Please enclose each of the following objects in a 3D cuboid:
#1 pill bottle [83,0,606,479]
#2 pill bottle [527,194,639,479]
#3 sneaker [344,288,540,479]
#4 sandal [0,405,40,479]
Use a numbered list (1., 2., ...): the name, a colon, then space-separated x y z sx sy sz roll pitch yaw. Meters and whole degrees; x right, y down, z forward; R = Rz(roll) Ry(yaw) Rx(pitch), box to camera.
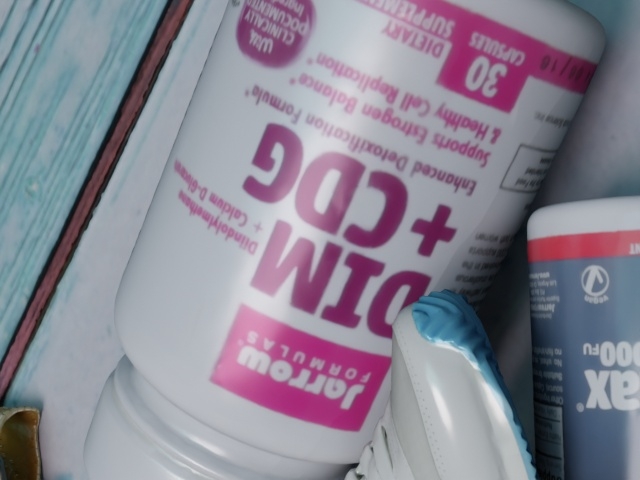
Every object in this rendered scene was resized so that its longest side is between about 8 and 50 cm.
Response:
1. pill bottle: 0.000 0.000 0.495 0.160 0.160 0.283 33 108 33
2. pill bottle: 0.139 0.075 0.421 0.108 0.108 0.180 -5 86 37
3. sneaker: 0.041 0.123 0.434 0.092 0.087 0.229 -7 123 -1
4. sandal: -0.207 0.151 0.713 0.240 0.088 0.079 32 75 26
